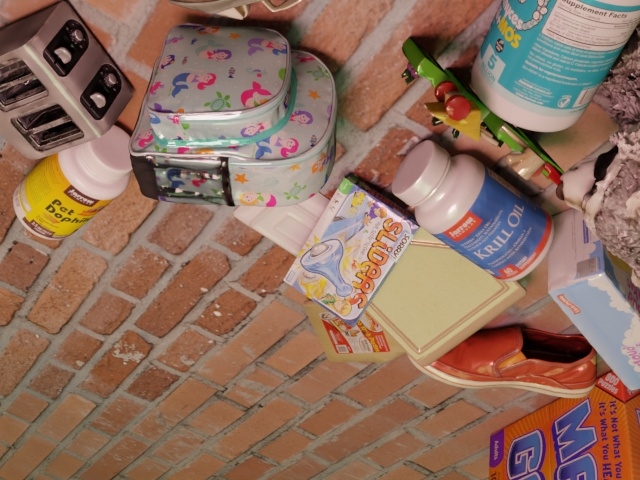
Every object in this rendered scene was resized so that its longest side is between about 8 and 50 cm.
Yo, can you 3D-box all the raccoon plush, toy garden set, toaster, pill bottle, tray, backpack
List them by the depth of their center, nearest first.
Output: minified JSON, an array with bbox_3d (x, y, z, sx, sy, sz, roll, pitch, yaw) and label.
[{"bbox_3d":[0.482,-0.122,0.886,0.446,0.299,0.216,-21,127,31],"label":"raccoon plush"},{"bbox_3d":[0.277,-0.260,0.904,0.146,0.146,0.264,16,136,-3],"label":"pill bottle"},{"bbox_3d":[0.202,-0.135,1.010,0.244,0.204,0.049,34,109,-20],"label":"toy garden set"},{"bbox_3d":[-0.101,-0.158,1.051,0.253,0.225,0.191,8,142,0],"label":"backpack"},{"bbox_3d":[-0.387,-0.219,1.138,0.185,0.110,0.168,-13,131,26],"label":"toaster"},{"bbox_3d":[0.213,-0.044,1.163,0.221,0.124,0.124,32,134,-19],"label":"pill bottle"},{"bbox_3d":[-0.375,-0.093,1.262,0.117,0.117,0.215,38,132,-25],"label":"pill bottle"},{"bbox_3d":[0.000,0.000,1.333,0.270,0.030,0.145,33,135,-20],"label":"tray"}]

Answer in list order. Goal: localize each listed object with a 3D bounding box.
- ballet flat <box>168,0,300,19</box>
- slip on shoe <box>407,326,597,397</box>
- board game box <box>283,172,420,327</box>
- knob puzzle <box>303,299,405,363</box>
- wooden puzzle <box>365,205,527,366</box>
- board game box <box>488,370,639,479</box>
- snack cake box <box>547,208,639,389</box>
[{"bbox_3d":[-0.087,-0.304,1.003,0.213,0.072,0.068,-8,138,21],"label":"ballet flat"},{"bbox_3d":[0.313,0.192,1.404,0.331,0.123,0.101,7,122,2],"label":"slip on shoe"},{"bbox_3d":[0.048,0.017,1.254,0.136,0.035,0.201,33,114,6],"label":"board game box"},{"bbox_3d":[0.086,0.154,1.473,0.213,0.030,0.213,7,136,7],"label":"knob puzzle"},{"bbox_3d":[0.169,0.065,1.300,0.238,0.044,0.221,43,115,-12],"label":"wooden puzzle"},{"bbox_3d":[0.557,0.520,1.503,0.356,0.356,0.356,29,135,-17],"label":"board game box"},{"bbox_3d":[0.440,0.084,1.222,0.089,0.152,0.264,-24,126,33],"label":"snack cake box"}]
